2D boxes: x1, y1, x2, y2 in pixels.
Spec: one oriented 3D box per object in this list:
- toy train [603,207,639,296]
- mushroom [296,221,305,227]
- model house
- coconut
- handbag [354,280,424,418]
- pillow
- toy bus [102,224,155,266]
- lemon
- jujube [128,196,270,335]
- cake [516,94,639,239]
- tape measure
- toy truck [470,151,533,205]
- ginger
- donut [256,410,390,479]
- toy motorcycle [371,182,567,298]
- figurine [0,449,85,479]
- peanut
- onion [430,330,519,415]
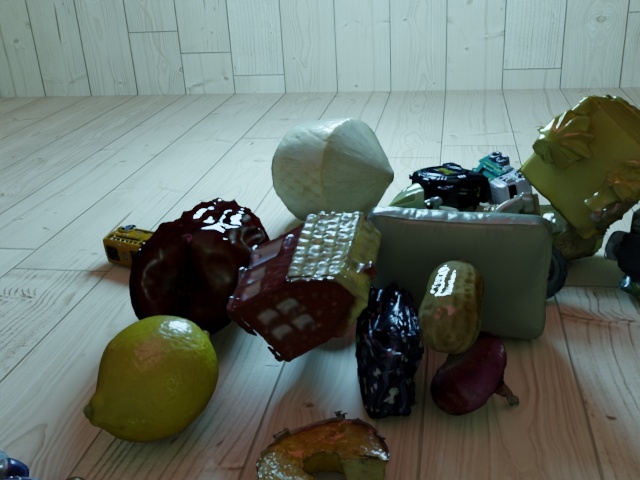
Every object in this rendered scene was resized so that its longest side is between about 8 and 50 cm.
[{"bbox_3d":[0.742,0.033,1.408,0.307,0.173,0.249,15,21,36],"label":"toy train"},{"bbox_3d":[0.000,-0.001,1.687,0.094,0.072,0.210,-22,29,-18],"label":"mushroom"},{"bbox_3d":[-0.001,0.064,1.208,0.254,0.160,0.196,-26,25,30],"label":"model house"},{"bbox_3d":[0.043,-0.171,1.797,0.329,0.328,0.328,-3,24,1],"label":"coconut"},{"bbox_3d":[0.112,0.169,1.177,0.113,0.161,0.260,-4,21,4],"label":"handbag"},{"bbox_3d":[0.244,0.061,1.285,0.323,0.255,0.119,6,31,19],"label":"pillow"},{"bbox_3d":[-0.415,0.024,1.671,0.195,0.083,0.088,9,30,31],"label":"toy bus"},{"bbox_3d":[-0.255,0.212,1.099,0.187,0.186,0.244,11,30,30],"label":"lemon"},{"bbox_3d":[-0.228,0.048,1.389,0.259,0.258,0.376,-1,25,6],"label":"jujube"},{"bbox_3d":[0.554,-0.151,1.437,0.227,0.222,0.286,48,38,17],"label":"cake"},{"bbox_3d":[0.331,-0.142,1.917,0.186,0.112,0.199,-7,17,-25],"label":"tape measure"},{"bbox_3d":[0.483,-0.155,1.940,0.116,0.110,0.216,-21,27,-8],"label":"toy truck"},{"bbox_3d":[0.490,-0.020,1.610,0.270,0.123,0.219,5,15,39],"label":"ginger"},{"bbox_3d":[0.000,0.312,0.977,0.181,0.078,0.146,-22,28,-23],"label":"donut"},{"bbox_3d":[0.296,0.003,1.467,0.411,0.236,0.168,4,-11,8],"label":"toy motorcycle"},{"bbox_3d":[-0.397,0.338,0.902,0.194,0.133,0.274,-23,25,-9],"label":"figurine"},{"bbox_3d":[0.206,0.101,1.117,0.095,0.108,0.226,11,31,11],"label":"peanut"},{"bbox_3d":[0.255,0.224,1.114,0.140,0.150,0.150,41,30,-2],"label":"onion"}]
